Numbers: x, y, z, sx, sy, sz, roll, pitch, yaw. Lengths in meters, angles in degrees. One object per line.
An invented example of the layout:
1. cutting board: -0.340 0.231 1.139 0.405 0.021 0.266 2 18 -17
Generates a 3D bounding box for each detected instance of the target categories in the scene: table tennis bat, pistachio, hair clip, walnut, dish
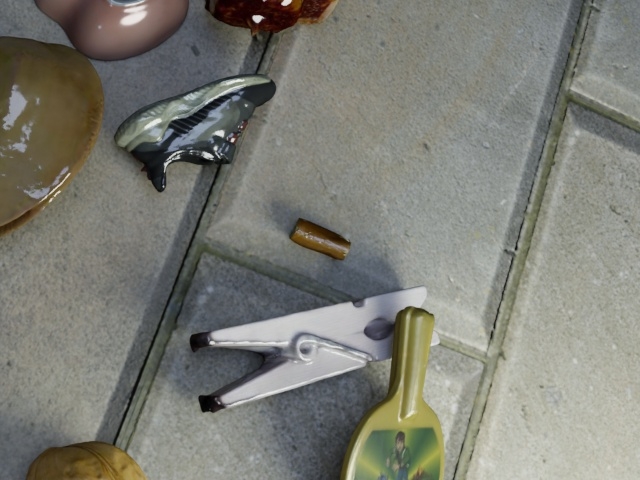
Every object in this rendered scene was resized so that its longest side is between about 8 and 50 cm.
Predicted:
1. table tennis bat: 0.098 0.243 1.344 0.198 0.050 0.321 13 84 -47
2. pistachio: -0.374 -0.122 1.283 0.212 0.163 0.261 4 75 18
3. hair clip: -0.005 0.132 1.375 0.330 0.085 0.101 -13 83 -26
4. walnut: -0.260 0.316 1.222 0.144 0.144 0.180 -17 74 -21
5. dish: -0.274 -0.356 1.408 0.213 0.090 0.213 4 75 -16

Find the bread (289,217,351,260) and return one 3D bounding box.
1. bread: 0.000 0.000 1.432 0.083 0.047 0.036 22 101 -9

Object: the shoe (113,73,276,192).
1. shoe: -0.154 -0.143 1.397 0.227 0.099 0.112 -21 91 -17

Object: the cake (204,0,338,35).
1. cake: -0.049 -0.409 1.436 0.198 0.196 0.293 6 74 -18
